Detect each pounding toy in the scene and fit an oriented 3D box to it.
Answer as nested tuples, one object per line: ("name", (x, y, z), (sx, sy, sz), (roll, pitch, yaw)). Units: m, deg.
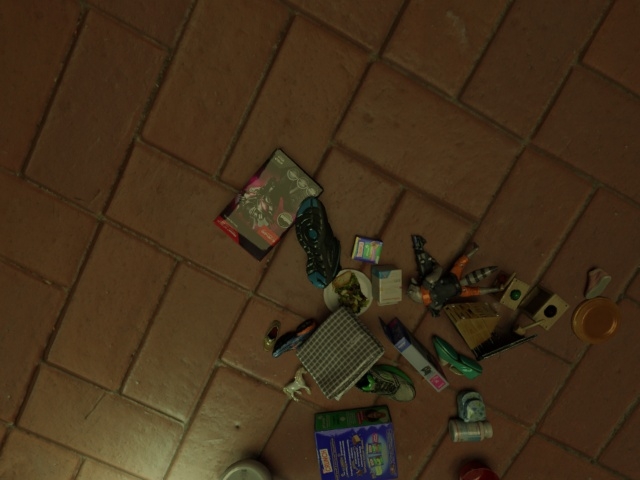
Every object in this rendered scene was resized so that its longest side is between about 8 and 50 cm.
("pounding toy", (0.840, 0.295, 1.548), (0.094, 0.181, 0.206), (38, 98, -8))
("pounding toy", (0.718, 0.179, 1.545), (0.100, 0.141, 0.130), (27, 99, -5))

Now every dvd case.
("dvd case", (0.729, 0.424, 1.589), (0.221, 0.164, 0.018), (-23, 67, 3))

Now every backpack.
("backpack", (0.621, 0.680, 1.656), (0.104, 0.084, 0.115), (-3, 75, -6))

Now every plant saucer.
("plant saucer", (1.122, 0.327, 1.633), (0.199, 0.037, 0.200), (0, 101, 0))

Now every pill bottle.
("pill bottle", (0.624, 0.789, 1.683), (0.159, 0.087, 0.087), (-2, 100, -1))

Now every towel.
("towel", (0.065, 0.418, 1.501), (0.284, 0.121, 0.235), (-47, 66, 5))

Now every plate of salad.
("plate of salad", (0.112, 0.213, 1.589), (0.199, 0.048, 0.200), (0, 100, -2))

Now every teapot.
("teapot", (-0.304, 1.033, 1.673), (0.256, 0.187, 0.252), (42, 77, 18))

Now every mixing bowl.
("mixing bowl", (0.662, 1.016, 1.720), (0.181, 0.098, 0.182), (0, 100, 0))

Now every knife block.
("knife block", (0.566, 0.354, 1.548), (0.275, 0.088, 0.242), (1, 122, -23))

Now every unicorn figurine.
("unicorn figurine", (-0.087, 0.586, 1.648), (0.161, 0.060, 0.111), (-39, 99, 6))

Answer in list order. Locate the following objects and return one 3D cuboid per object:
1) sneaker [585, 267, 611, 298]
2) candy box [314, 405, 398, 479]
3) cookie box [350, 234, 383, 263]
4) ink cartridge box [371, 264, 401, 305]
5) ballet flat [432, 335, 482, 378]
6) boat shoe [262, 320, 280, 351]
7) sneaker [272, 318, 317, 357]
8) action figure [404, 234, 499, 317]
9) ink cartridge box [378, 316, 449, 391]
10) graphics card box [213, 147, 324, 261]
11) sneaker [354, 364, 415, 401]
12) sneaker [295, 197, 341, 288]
("sneaker", (1.086, 0.166, 1.602), (0.050, 0.070, 0.135), (2, 130, -10))
("candy box", (0.144, 0.850, 1.670), (0.316, 0.122, 0.269), (-7, 102, -1))
("cookie box", (0.178, 0.035, 1.561), (0.107, 0.040, 0.092), (11, 101, -2))
("ink cartridge box", (0.253, 0.174, 1.555), (0.092, 0.090, 0.143), (-4, 101, -13))
("ballet flat", (0.535, 0.486, 1.633), (0.247, 0.083, 0.087), (34, 112, -5))
("boat shoe", (-0.200, 0.389, 1.617), (0.050, 0.045, 0.136), (18, 100, -4))
("sneaker", (-0.097, 0.408, 1.607), (0.221, 0.083, 0.087), (-33, 105, 7))
("action figure", (0.466, 0.124, 1.516), (0.329, 0.178, 0.342), (-25, 98, 1))
("ink cartridge box", (0.356, 0.419, 1.561), (0.311, 0.186, 0.065), (44, 100, -8))
("graphics card box", (-0.190, -0.129, 1.499), (0.232, 0.094, 0.371), (43, 96, -8))
("sneaker", (0.220, 0.570, 1.607), (0.343, 0.146, 0.134), (21, 99, -5))
("sneaker", (0.000, 0.000, 1.492), (0.124, 0.139, 0.342), (10, 117, 35))
